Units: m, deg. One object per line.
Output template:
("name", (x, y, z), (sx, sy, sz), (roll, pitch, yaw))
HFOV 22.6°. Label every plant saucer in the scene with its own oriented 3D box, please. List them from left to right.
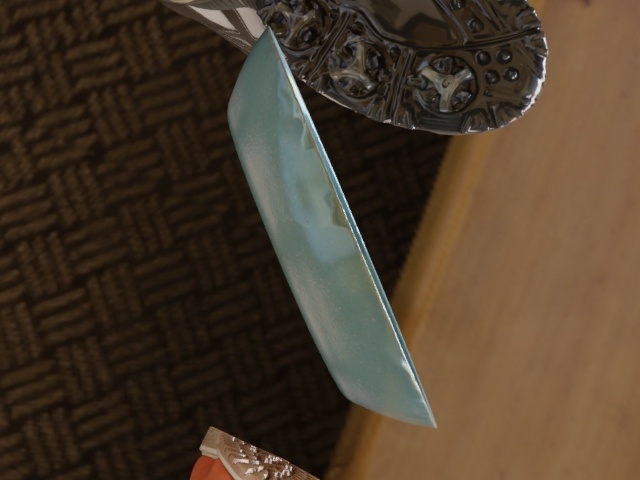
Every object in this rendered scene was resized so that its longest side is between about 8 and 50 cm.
("plant saucer", (0.000, 0.000, 0.442), (0.021, 0.119, 0.119), (-23, 93, 3))

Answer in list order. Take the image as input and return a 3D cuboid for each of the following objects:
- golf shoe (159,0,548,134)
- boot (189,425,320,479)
("golf shoe", (0.008, -0.091, 0.584), (0.077, 0.198, 0.094), (-62, 151, 5))
("boot", (-0.046, 0.150, 0.854), (0.059, 0.158, 0.085), (27, 81, -7))
